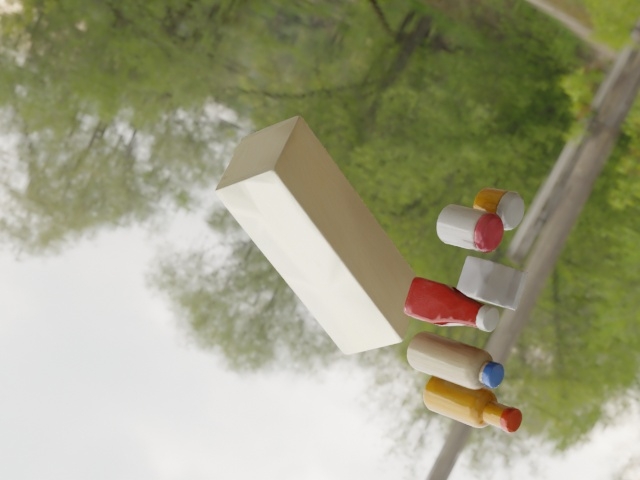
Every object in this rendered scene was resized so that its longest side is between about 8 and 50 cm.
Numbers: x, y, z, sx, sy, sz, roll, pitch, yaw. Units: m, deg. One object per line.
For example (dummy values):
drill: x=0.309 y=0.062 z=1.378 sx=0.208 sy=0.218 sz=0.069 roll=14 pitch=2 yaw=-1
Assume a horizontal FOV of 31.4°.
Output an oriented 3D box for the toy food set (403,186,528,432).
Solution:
toy food set: x=0.159 y=0.061 z=1.095 sx=0.104 sy=0.232 sz=0.111 roll=16 pitch=176 yaw=45

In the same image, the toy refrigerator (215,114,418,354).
toy refrigerator: x=0.000 y=0.000 z=1.299 sx=0.269 sy=0.094 sz=0.102 roll=52 pitch=-142 yaw=-28
